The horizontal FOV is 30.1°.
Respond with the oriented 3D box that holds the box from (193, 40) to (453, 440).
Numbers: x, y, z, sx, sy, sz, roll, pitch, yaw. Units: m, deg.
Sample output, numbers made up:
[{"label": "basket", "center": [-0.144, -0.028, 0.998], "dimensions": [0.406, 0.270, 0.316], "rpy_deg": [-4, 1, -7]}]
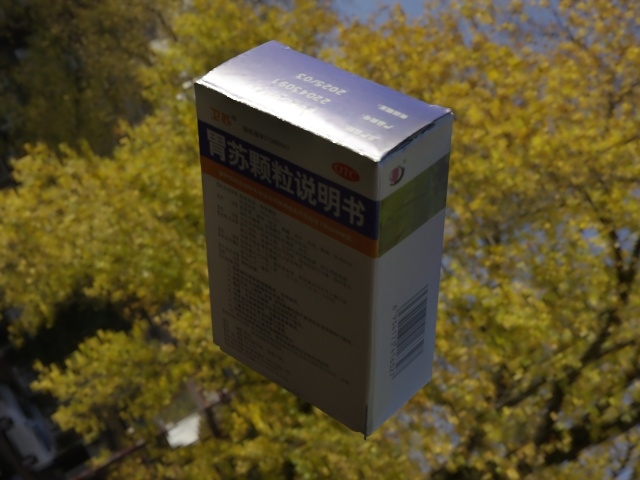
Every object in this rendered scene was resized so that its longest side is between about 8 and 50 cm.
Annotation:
[{"label": "box", "center": [0.000, 0.000, 1.054], "dimensions": [0.200, 0.106, 0.299], "rpy_deg": [27, -47, 31]}]
